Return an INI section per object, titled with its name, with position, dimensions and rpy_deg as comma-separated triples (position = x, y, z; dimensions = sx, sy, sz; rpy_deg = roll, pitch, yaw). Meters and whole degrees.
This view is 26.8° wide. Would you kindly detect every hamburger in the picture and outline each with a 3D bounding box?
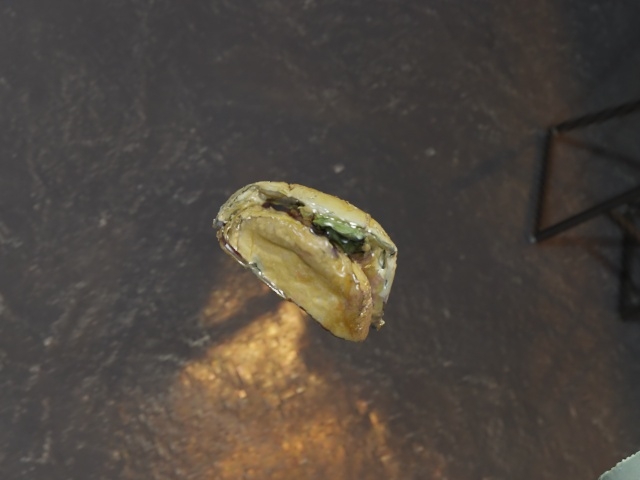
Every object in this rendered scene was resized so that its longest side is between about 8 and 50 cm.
[hamburger]
position = 0.007, -0.001, 1.143
dimensions = 0.176, 0.102, 0.087
rpy_deg = 40, 38, -5

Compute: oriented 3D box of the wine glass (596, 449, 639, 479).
[wine glass]
position = 0.160, 0.172, 0.416
dimensions = 0.103, 0.103, 0.231
rpy_deg = 14, 50, -43
